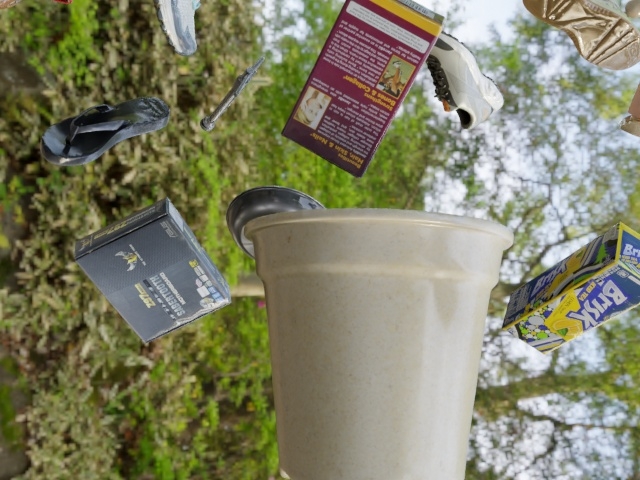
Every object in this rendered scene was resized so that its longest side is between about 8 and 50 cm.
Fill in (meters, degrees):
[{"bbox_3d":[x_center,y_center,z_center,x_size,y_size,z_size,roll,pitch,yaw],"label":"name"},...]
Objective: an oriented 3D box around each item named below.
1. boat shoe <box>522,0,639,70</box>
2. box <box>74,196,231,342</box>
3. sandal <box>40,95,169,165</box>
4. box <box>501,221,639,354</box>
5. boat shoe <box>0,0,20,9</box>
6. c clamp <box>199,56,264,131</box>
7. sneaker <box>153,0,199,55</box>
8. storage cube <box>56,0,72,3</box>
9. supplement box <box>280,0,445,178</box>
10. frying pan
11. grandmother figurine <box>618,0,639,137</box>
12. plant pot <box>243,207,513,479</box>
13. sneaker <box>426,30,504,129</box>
[{"bbox_3d":[0.478,-0.409,1.491,0.104,0.285,0.089,-37,-145,39],"label":"boat shoe"},{"bbox_3d":[-0.291,0.057,1.464,0.059,0.183,0.232,-106,169,-54],"label":"box"},{"bbox_3d":[-0.376,-0.206,1.438,0.097,0.254,0.054,39,-41,20],"label":"sandal"},{"bbox_3d":[0.259,0.052,0.827,0.169,0.059,0.054,-45,-163,52],"label":"box"},{"bbox_3d":[-0.426,-0.262,0.748,0.104,0.307,0.110,163,-64,-68],"label":"boat shoe"},{"bbox_3d":[-0.133,-0.211,1.211,0.161,0.022,0.137,-40,-164,48],"label":"c clamp"},{"bbox_3d":[-0.194,-0.417,1.227,0.110,0.122,0.283,-119,-157,-67],"label":"sneaker"},{"bbox_3d":[-0.474,-0.541,1.366,0.215,0.184,0.193,93,11,-57],"label":"storage cube"},{"bbox_3d":[0.047,-0.179,0.911,0.188,0.104,0.081,-61,-179,25],"label":"supplement box"},{"bbox_3d":[-0.018,0.014,1.467,0.197,0.326,0.053,-44,-156,43],"label":"frying pan"},{"bbox_3d":[0.520,-0.297,1.120,0.104,0.208,0.342,-48,159,-66],"label":"grandmother figurine"},{"bbox_3d":[0.066,0.140,1.013,0.334,0.334,0.305,150,-56,-73],"label":"plant pot"},{"bbox_3d":[0.265,-0.329,1.672,0.108,0.271,0.100,-48,-149,0],"label":"sneaker"}]
